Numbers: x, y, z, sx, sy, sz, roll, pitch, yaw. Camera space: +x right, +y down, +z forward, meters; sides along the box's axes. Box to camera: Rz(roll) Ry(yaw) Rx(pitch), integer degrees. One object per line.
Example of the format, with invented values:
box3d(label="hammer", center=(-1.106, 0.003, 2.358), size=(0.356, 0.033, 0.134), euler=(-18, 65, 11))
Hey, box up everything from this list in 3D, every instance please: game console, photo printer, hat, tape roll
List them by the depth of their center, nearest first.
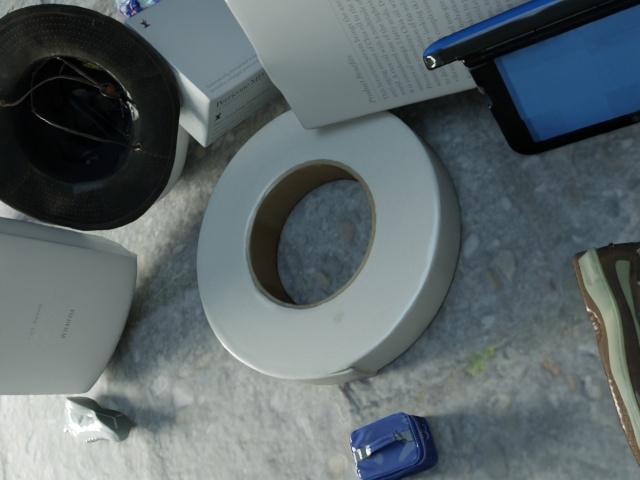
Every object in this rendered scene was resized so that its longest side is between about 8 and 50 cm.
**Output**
box3d(label="game console", center=(0.288, -0.177, 0.789), size=(0.293, 0.250, 0.173), euler=(-17, 100, 29))
box3d(label="tape roll", center=(0.000, 0.000, 1.064), size=(0.392, 0.072, 0.392), euler=(-11, 70, 30))
box3d(label="hat", center=(-0.350, -0.185, 1.139), size=(0.331, 0.331, 0.134), euler=(-40, 23, 16))
box3d(label="photo printer", center=(-0.415, 0.104, 1.155), size=(0.107, 0.307, 0.256), euler=(22, 93, 35))

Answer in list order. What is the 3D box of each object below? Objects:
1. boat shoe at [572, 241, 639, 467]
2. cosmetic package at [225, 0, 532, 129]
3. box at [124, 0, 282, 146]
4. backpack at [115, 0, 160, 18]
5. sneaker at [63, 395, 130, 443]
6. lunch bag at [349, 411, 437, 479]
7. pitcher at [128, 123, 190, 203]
box3d(label="boat shoe", center=(0.335, 0.115, 0.793), size=(0.095, 0.095, 0.258), euler=(-19, 64, 21))
box3d(label="cosmetic package", center=(0.143, -0.307, 0.928), size=(0.453, 0.230, 0.162), euler=(-10, 48, 24))
box3d(label="box", center=(-0.158, -0.269, 1.148), size=(0.182, 0.119, 0.181), euler=(44, 64, 13))
box3d(label="backpack", center=(-0.281, -0.427, 1.343), size=(0.173, 0.158, 0.117), euler=(-17, 83, 43))
box3d(label="sneaker", center=(-0.347, 0.289, 1.216), size=(0.152, 0.053, 0.061), euler=(12, 91, 42))
box3d(label="lunch bag", center=(0.087, 0.245, 0.929), size=(0.098, 0.065, 0.067), euler=(-30, 60, 23))
box3d(label="pitcher", center=(-0.274, -0.164, 1.281), size=(0.207, 0.125, 0.178), euler=(-60, 21, 3))
